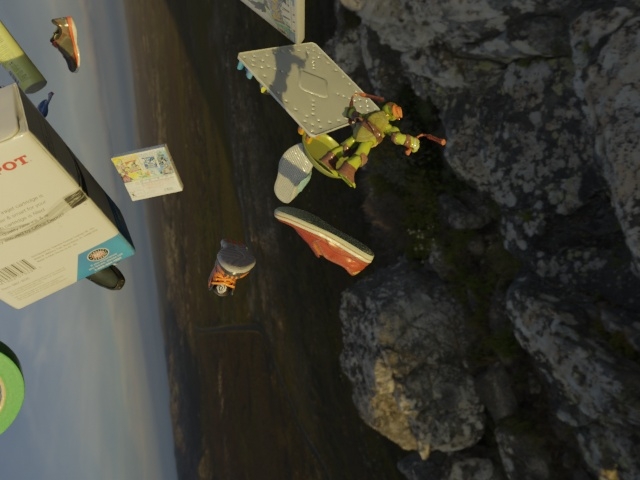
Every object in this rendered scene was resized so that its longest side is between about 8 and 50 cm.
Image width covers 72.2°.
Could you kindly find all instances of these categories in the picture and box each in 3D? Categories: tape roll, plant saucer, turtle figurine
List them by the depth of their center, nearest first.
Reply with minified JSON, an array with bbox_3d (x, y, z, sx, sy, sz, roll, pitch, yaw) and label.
[{"bbox_3d":[0.111,-0.221,0.950,0.269,0.217,0.087,40,178,30],"label":"turtle figurine"},{"bbox_3d":[-0.921,0.384,1.080,0.077,0.322,0.320,21,117,51],"label":"tape roll"},{"bbox_3d":[0.019,-0.326,1.687,0.037,0.241,0.240,-43,55,35],"label":"plant saucer"}]

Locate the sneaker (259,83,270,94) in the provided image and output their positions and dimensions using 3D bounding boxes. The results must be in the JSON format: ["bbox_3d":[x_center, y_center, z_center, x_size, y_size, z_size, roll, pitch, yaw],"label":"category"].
[{"bbox_3d":[-0.220,-0.702,2.039,0.053,0.144,0.059,-49,55,29],"label":"sneaker"}]

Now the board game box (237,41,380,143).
[{"bbox_3d":[-0.034,-0.528,1.532,0.390,0.390,0.050,49,138,11],"label":"board game box"}]

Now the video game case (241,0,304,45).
[{"bbox_3d":[-0.165,-0.658,1.088,0.300,0.036,0.329,38,179,-1],"label":"video game case"}]

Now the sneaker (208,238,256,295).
[{"bbox_3d":[-0.302,0.115,1.469,0.321,0.125,0.179,-129,57,-75],"label":"sneaker"}]

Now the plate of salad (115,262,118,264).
[{"bbox_3d":[-0.695,-0.015,1.404,0.200,0.048,0.199,12,118,24],"label":"plate of salad"}]

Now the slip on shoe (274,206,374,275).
[{"bbox_3d":[0.000,0.000,1.335,0.101,0.331,0.123,-58,5,18],"label":"slip on shoe"}]

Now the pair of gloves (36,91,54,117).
[{"bbox_3d":[-0.950,-0.422,1.486,0.198,0.023,0.159,0,69,44],"label":"pair of gloves"}]

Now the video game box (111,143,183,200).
[{"bbox_3d":[-0.657,-0.259,1.679,0.048,0.205,0.187,-99,-3,-53],"label":"video game box"}]

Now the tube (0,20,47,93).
[{"bbox_3d":[-0.769,-0.476,1.062,0.240,0.070,0.062,55,166,-14],"label":"tube"}]

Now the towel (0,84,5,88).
[{"bbox_3d":[-0.998,-0.282,1.351,0.237,0.329,0.037,52,-160,-11],"label":"towel"}]

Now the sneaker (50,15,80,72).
[{"bbox_3d":[-0.688,-0.525,1.177,0.061,0.065,0.157,56,143,28],"label":"sneaker"}]

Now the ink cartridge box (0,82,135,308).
[{"bbox_3d":[-0.609,-0.067,0.879,0.166,0.286,0.394,57,167,31],"label":"ink cartridge box"}]

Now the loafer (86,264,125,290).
[{"bbox_3d":[-0.680,0.081,1.293,0.076,0.223,0.078,-60,-9,-1],"label":"loafer"}]

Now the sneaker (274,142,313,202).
[{"bbox_3d":[-0.093,-0.312,1.864,0.135,0.150,0.366,40,146,-1],"label":"sneaker"}]
